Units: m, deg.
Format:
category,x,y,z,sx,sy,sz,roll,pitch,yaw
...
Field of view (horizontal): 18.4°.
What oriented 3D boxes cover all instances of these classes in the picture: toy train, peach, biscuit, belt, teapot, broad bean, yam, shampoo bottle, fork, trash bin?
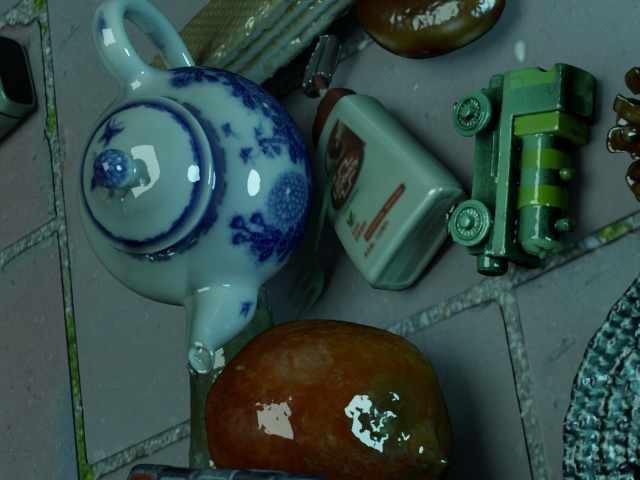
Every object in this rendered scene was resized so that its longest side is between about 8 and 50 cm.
category,x,y,z,sx,sy,sz,roll,pitch,yaw
toy train,0.192,-0.067,1.882,0.132,0.083,0.200,-7,76,41
peach,0.021,0.190,1.891,0.257,0.232,0.232,23,96,46
biscuit,-0.073,-0.233,2.178,0.426,0.078,0.144,-40,30,33
belt,0.323,0.130,1.625,0.207,0.160,0.295,10,94,28
teapot,-0.147,-0.061,2.030,0.252,0.280,0.424,-22,75,25
broad bean,0.117,-0.237,2.005,0.165,0.084,0.114,-20,62,34
yam,-0.092,0.192,2.091,0.106,0.106,0.259,-20,66,42
shampoo bottle,0.045,-0.091,2.041,0.153,0.071,0.284,-60,44,33
fork,0.002,0.000,2.043,0.235,0.021,0.039,107,143,-50
trash bin,-0.438,-0.187,2.588,0.130,0.059,0.116,-39,53,34

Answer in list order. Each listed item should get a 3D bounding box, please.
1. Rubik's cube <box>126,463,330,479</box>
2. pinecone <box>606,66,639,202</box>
category,x,y,z,sx,sy,sz,roll,pitch,yaw
Rubik's cube,-0.034,0.378,1.700,0.292,0.287,0.293,-3,59,52
pinecone,0.337,-0.096,1.659,0.208,0.208,0.207,-15,69,43
